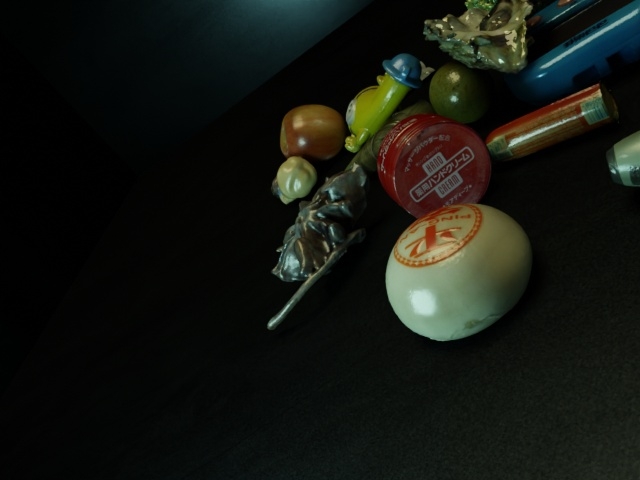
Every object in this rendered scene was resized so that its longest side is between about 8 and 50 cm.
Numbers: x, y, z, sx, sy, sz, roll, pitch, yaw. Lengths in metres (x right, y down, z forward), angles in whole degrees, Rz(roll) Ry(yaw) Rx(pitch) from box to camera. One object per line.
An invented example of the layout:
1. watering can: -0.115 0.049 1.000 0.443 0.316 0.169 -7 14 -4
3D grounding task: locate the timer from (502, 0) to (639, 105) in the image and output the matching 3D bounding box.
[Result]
1. timer: 0.526 -0.410 1.381 0.340 0.115 0.309 -29 24 25

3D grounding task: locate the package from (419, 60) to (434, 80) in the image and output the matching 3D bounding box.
1. package: 0.244 -0.461 2.031 0.171 0.027 0.173 -40 22 10

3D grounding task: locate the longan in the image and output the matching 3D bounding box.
1. longan: 0.317 -0.341 1.528 0.155 0.145 0.176 47 121 51

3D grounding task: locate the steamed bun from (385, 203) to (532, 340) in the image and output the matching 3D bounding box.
1. steamed bun: 0.196 0.031 1.052 0.231 0.145 0.232 -34 24 17

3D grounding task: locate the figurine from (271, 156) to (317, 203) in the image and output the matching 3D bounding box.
1. figurine: -0.083 -0.158 1.921 0.114 0.108 0.196 -39 3 -24

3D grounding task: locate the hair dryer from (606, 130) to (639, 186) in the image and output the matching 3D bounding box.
1. hair dryer: 0.517 -0.079 0.879 0.229 0.092 0.267 -27 40 16

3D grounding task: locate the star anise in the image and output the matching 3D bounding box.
1. star anise: 0.000 0.000 1.470 0.359 0.139 0.316 -53 13 11

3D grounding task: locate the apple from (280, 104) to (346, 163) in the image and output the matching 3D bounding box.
1. apple: -0.019 -0.300 1.963 0.199 0.199 0.199 -33 24 17

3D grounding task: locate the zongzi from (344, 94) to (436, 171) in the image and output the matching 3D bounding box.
1. zongzi: 0.172 -0.246 1.677 0.204 0.094 0.205 -23 23 52

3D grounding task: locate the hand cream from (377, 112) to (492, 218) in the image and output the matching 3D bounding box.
1. hand cream: 0.207 -0.137 1.286 0.193 0.193 0.125 -40 20 1

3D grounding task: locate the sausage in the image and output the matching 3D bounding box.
1. sausage: 0.398 -0.203 1.252 0.264 0.083 0.083 -20 30 42

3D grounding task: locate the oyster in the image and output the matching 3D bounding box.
1. oyster: 0.341 -0.432 1.427 0.237 0.115 0.351 -21 33 3

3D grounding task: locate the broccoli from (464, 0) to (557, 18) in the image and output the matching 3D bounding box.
1. broccoli: 0.493 -0.648 1.692 0.338 0.318 0.277 -4 -19 -40

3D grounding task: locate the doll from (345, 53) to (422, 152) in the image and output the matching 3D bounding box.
1. doll: 0.152 -0.332 1.739 0.199 0.145 0.363 -66 6 -23
